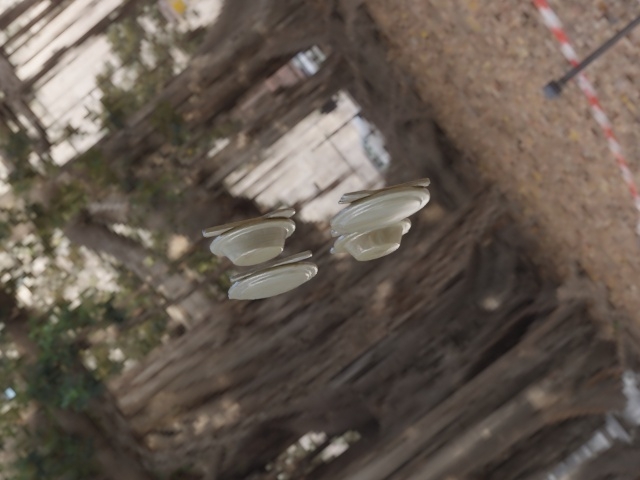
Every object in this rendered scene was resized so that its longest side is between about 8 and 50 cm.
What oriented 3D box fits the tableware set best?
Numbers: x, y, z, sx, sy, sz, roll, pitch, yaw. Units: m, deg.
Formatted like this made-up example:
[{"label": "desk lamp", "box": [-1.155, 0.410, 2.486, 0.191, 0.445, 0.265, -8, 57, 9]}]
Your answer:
[{"label": "tableware set", "box": [0.000, 0.000, 0.815, 0.168, 0.141, 0.020, 86, 167, -74]}]
